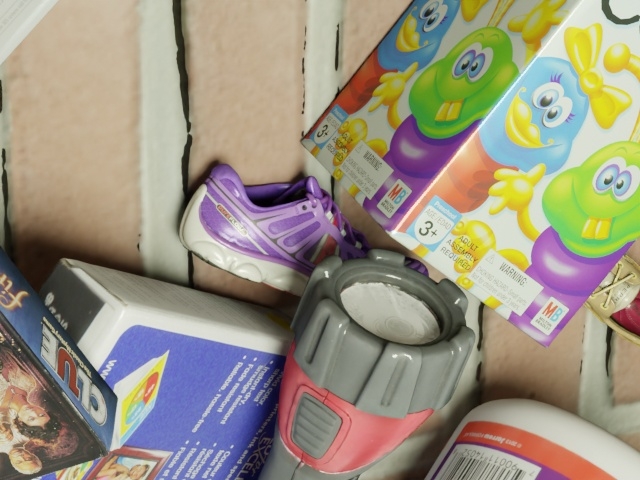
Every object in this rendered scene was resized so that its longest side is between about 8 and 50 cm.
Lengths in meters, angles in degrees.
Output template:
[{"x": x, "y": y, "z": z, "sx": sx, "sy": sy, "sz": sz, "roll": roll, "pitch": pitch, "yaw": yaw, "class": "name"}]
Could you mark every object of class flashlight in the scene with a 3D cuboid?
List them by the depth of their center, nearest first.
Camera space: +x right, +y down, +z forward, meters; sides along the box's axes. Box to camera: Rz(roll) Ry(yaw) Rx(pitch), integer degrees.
[{"x": -0.002, "y": 0.149, "z": 1.086, "sx": 0.103, "sy": 0.103, "sz": 0.304, "roll": 9, "pitch": 126, "yaw": -16, "class": "flashlight"}]

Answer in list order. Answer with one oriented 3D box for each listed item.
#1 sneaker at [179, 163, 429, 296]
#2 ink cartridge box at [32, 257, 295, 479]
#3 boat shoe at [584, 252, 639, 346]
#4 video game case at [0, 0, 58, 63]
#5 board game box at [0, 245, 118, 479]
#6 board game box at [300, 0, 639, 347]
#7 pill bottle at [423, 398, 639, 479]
[{"x": 0.000, "y": 0.000, "z": 1.092, "sx": 0.170, "sy": 0.068, "sz": 0.071, "roll": 19, "pitch": 100, "yaw": -29, "class": "sneaker"}, {"x": -0.127, "y": 0.167, "z": 1.090, "sx": 0.303, "sy": 0.072, "sz": 0.307, "roll": -56, "pitch": 151, "yaw": 8, "class": "ink cartridge box"}, {"x": 0.196, "y": 0.029, "z": 1.199, "sx": 0.135, "sy": 0.045, "sz": 0.050, "roll": 36, "pitch": 96, "yaw": -32, "class": "boat shoe"}, {"x": -0.220, "y": -0.182, "z": 0.935, "sx": 0.227, "sy": 0.026, "sz": 0.206, "roll": -47, "pitch": 123, "yaw": 4, "class": "video game case"}, {"x": -0.246, "y": 0.077, "z": 0.891, "sx": 0.243, "sy": 0.042, "sz": 0.165, "roll": -19, "pitch": 131, "yaw": 15, "class": "board game box"}, {"x": 0.146, "y": -0.103, "z": 1.057, "sx": 0.144, "sy": 0.142, "sz": 0.275, "roll": 34, "pitch": 97, "yaw": -32, "class": "board game box"}, {"x": 0.095, "y": 0.271, "z": 1.131, "sx": 0.181, "sy": 0.181, "sz": 0.323, "roll": 50, "pitch": 65, "yaw": -33, "class": "pill bottle"}]
